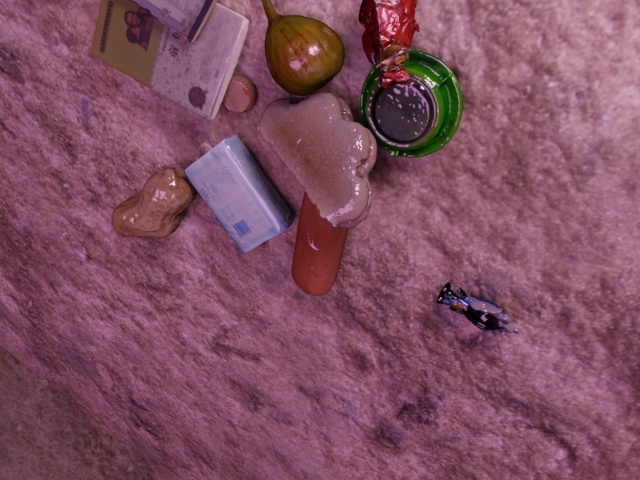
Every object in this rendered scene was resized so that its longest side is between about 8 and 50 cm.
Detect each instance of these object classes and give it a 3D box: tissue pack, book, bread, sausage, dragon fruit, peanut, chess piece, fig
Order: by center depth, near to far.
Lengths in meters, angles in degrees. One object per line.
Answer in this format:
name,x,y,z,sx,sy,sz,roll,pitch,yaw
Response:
dragon fruit,0.103,-0.367,0.860,0.122,0.092,0.193,-4,87,36
fig,-0.070,-0.408,0.939,0.151,0.151,0.259,-34,97,37
bread,0.008,-0.191,0.995,0.183,0.102,0.337,-47,65,24
book,-0.320,-0.544,1.012,0.231,0.026,0.158,35,104,5
book,-0.346,-0.451,1.078,0.352,0.035,0.239,29,114,7
chess piece,-0.187,-0.335,1.105,0.083,0.038,0.084,12,121,20
sausage,0.000,0.001,1.169,0.121,0.121,0.305,21,126,13
tissue pack,-0.202,-0.115,1.220,0.177,0.089,0.263,-27,103,35
peanut,-0.446,-0.091,1.326,0.291,0.143,0.159,-31,137,31

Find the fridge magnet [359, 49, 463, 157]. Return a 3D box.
fridge magnet,0.171,-0.260,0.941,0.207,0.088,0.208,14,123,24

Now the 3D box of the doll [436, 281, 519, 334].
doll,0.369,0.168,1.126,0.195,0.070,0.096,28,144,17
